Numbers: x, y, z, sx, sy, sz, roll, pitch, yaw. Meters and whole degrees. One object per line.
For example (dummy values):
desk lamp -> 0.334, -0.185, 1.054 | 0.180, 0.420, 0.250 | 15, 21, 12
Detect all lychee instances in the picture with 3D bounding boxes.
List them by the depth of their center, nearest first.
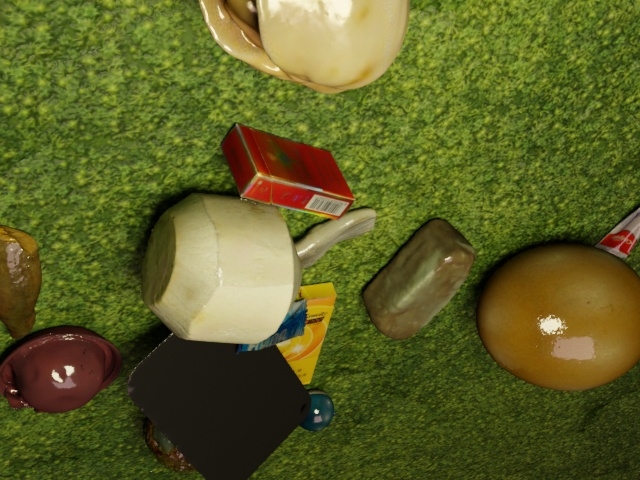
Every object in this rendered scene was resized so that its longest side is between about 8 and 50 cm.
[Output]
lychee -> -0.243, 0.348, 1.496 | 0.171, 0.171, 0.171 | -15, 140, -13

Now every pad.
pad -> -0.200, 0.284, 1.406 | 0.315, 0.063, 0.375 | -44, 130, -19

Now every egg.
egg -> 0.466, 0.146, 1.543 | 0.351, 0.282, 0.282 | -2, 135, -25

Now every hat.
hat -> -0.422, 0.225, 1.310 | 0.205, 0.089, 0.205 | -15, 140, -12

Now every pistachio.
pistachio -> -0.020, -0.291, 0.853 | 0.238, 0.229, 0.321 | -59, 144, -27

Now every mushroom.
mushroom -> 0.000, -0.002, 1.320 | 0.202, 0.054, 0.059 | -27, 147, -7

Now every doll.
doll -> -0.033, 0.347, 1.666 | 0.152, 0.085, 0.114 | 16, 141, -26

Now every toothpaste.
toothpaste -> 0.669, -0.076, 1.595 | 0.075, 0.048, 0.301 | 3, 136, -36

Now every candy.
candy -> -0.078, 0.147, 1.377 | 0.136, 0.038, 0.088 | -12, 128, -31
candy -> 0.175, 0.073, 1.447 | 0.102, 0.104, 0.234 | 17, 125, -41

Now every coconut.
coconut -> -0.134, 0.043, 1.168 | 0.241, 0.241, 0.241 | -15, 140, -13

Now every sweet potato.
sweet potato -> -0.434, 0.076, 1.150 | 0.077, 0.077, 0.244 | -6, 136, -22

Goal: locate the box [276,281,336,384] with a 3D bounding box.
box -> -0.068, 0.187, 1.495 | 0.152, 0.043, 0.269 | -8, 139, -21

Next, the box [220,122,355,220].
box -> -0.046, -0.094, 1.137 | 0.175, 0.112, 0.048 | 13, 128, -37
